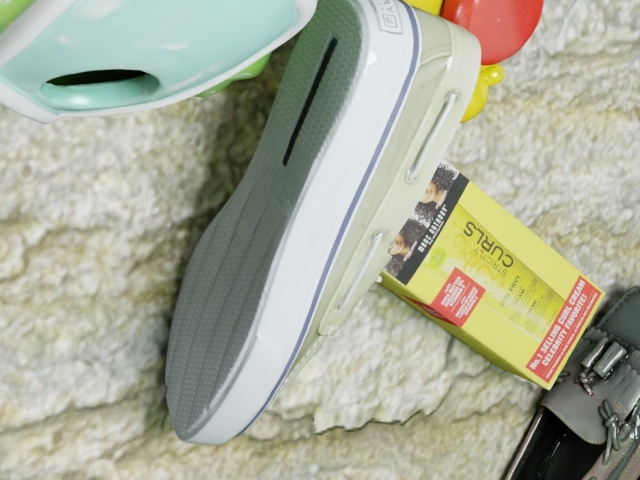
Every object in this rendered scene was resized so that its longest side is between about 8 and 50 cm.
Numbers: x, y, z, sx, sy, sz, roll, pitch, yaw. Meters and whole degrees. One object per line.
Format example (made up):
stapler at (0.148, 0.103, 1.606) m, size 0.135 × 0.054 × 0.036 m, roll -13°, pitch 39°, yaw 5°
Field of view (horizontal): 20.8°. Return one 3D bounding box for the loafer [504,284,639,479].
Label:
loafer at (0.187, 0.152, 1.266) m, size 0.084 × 0.096 × 0.267 m, roll 20°, pitch 96°, yaw -35°

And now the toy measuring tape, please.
toy measuring tape at (0.065, -0.199, 0.997) m, size 0.121 × 0.121 × 0.330 m, roll -39°, pitch 138°, yaw -20°

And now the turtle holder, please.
turtle holder at (-0.101, -0.180, 0.846) m, size 0.243 × 0.320 × 0.227 m, roll 42°, pitch 94°, yaw -6°

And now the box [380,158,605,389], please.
box at (0.091, 0.013, 1.156) m, size 0.232 × 0.058 × 0.087 m, roll 37°, pitch 82°, yaw -41°

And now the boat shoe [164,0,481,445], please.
boat shoe at (0.000, 0.000, 1.004) m, size 0.094 × 0.109 × 0.302 m, roll 11°, pitch 121°, yaw -29°
